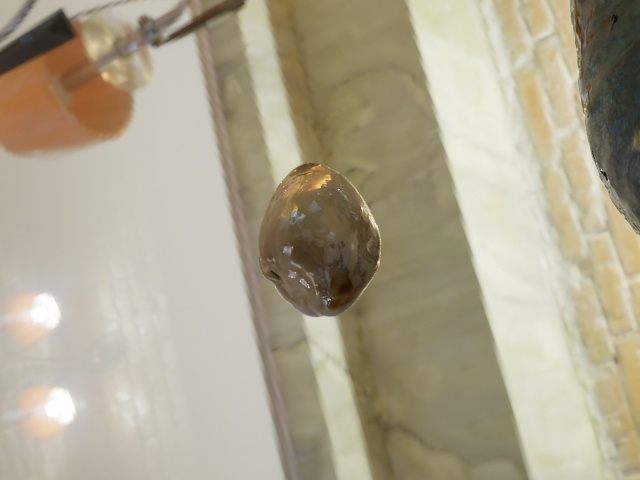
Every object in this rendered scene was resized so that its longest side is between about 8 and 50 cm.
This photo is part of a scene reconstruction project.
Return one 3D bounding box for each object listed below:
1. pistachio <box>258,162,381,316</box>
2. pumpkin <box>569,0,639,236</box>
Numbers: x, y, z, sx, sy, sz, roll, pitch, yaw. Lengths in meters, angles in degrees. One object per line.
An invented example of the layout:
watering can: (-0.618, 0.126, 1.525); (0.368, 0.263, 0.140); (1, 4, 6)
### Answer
pistachio: (0.000, 0.000, 1.477); (0.144, 0.144, 0.215); (47, -152, -30)
pumpkin: (0.273, -0.055, 0.614); (0.263, 0.293, 0.196); (66, -157, -64)
